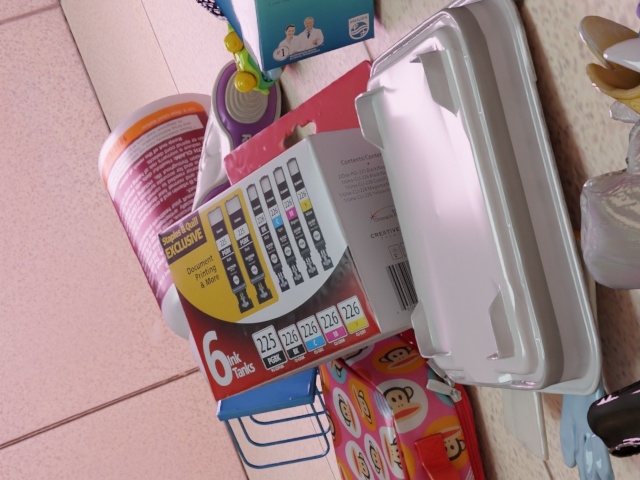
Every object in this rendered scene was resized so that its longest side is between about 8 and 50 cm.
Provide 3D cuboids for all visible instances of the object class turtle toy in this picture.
[{"bbox_3d":[-0.077,-0.239,1.574,0.095,0.066,0.130,-76,-27,-73],"label":"turtle toy"}]

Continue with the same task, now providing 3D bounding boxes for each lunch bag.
[{"bbox_3d":[0.106,0.254,1.478,0.258,0.120,0.293,-144,36,-64],"label":"lunch bag"}]

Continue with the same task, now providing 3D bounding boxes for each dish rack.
[{"bbox_3d":[0.115,-0.027,1.091,0.285,0.072,0.332,162,93,-75],"label":"dish rack"}]

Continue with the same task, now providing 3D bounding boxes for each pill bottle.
[{"bbox_3d":[-0.148,0.003,1.851,0.224,0.224,0.392,93,153,-57],"label":"pill bottle"}]

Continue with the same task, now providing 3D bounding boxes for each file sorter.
[{"bbox_3d":[-0.046,0.183,1.612,0.170,0.118,0.104,-84,-22,-55],"label":"file sorter"}]

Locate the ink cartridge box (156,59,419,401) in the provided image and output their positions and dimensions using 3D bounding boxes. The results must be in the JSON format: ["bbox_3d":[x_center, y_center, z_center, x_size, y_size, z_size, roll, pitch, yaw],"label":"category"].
[{"bbox_3d":[-0.030,-0.004,1.374,0.309,0.130,0.271,-29,79,50],"label":"ink cartridge box"}]

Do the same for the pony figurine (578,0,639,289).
[{"bbox_3d":[0.236,-0.010,0.440,0.363,0.303,0.351,50,169,14],"label":"pony figurine"}]

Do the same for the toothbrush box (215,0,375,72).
[{"bbox_3d":[-0.051,-0.345,1.219,0.295,0.126,0.216,84,161,-45],"label":"toothbrush box"}]

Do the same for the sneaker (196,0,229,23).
[{"bbox_3d":[-0.086,-0.302,1.490,0.071,0.083,0.191,41,162,-27],"label":"sneaker"}]

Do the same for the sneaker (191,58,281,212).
[{"bbox_3d":[-0.104,-0.077,1.709,0.152,0.114,0.305,130,150,-81],"label":"sneaker"}]

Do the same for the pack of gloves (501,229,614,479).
[{"bbox_3d":[0.202,0.083,1.089,0.195,0.046,0.232,-139,39,-69],"label":"pack of gloves"}]

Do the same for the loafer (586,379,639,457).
[{"bbox_3d":[0.245,0.122,0.869,0.220,0.080,0.078,116,132,-70],"label":"loafer"}]
